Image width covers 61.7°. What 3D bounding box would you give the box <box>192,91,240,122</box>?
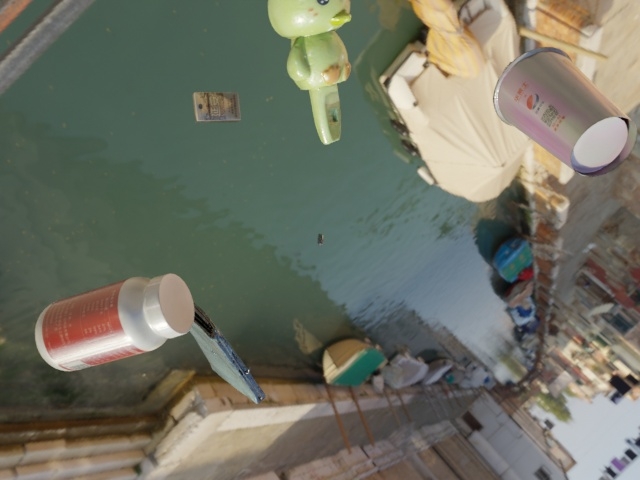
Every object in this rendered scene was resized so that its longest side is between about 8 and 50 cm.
[{"bbox_3d":[-0.193,-0.247,0.998,0.083,0.053,0.024,-8,-178,-25],"label":"box"}]

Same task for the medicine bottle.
[{"bbox_3d":[-0.355,0.140,0.931,0.250,0.131,0.131,-17,159,14],"label":"medicine bottle"}]

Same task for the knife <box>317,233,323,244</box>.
[{"bbox_3d":[0.000,0.000,1.573,0.121,0.018,0.031,-86,-178,-82],"label":"knife"}]

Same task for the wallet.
[{"bbox_3d":[-0.246,0.263,1.291,0.046,0.191,0.379,-44,147,-23],"label":"wallet"}]

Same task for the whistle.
[{"bbox_3d":[0.006,-0.313,0.874,0.141,0.294,0.141,-21,-168,5],"label":"whistle"}]

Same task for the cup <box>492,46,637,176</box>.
[{"bbox_3d":[0.521,-0.265,1.141,0.203,0.288,0.203,-6,129,-7],"label":"cup"}]
